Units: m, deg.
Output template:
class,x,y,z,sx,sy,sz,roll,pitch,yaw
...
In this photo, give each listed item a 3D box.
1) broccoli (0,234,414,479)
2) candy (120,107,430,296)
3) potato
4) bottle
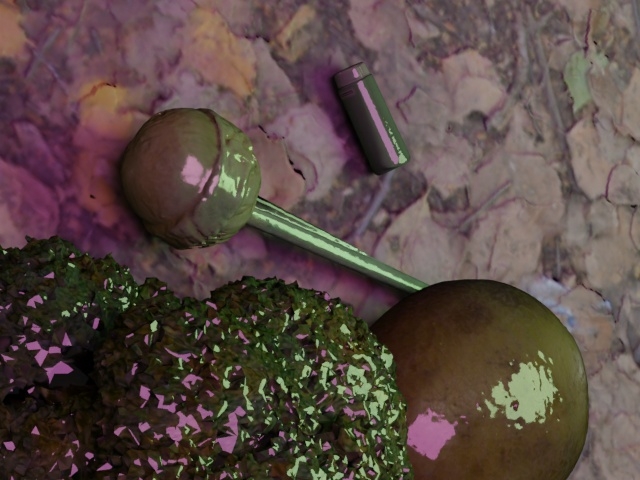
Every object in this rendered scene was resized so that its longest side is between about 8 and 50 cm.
class,x,y,z,sx,sy,sz,roll,pitch,yaw
broccoli,-0.091,0.193,0.990,0.413,0.310,0.321,34,38,-23
candy,0.000,0.000,1.222,0.335,0.093,0.092,25,114,-35
potato,0.082,0.130,1.199,0.251,0.159,0.174,-24,70,-40
bottle,0.038,-0.092,1.270,0.030,0.030,0.083,-28,97,-31
